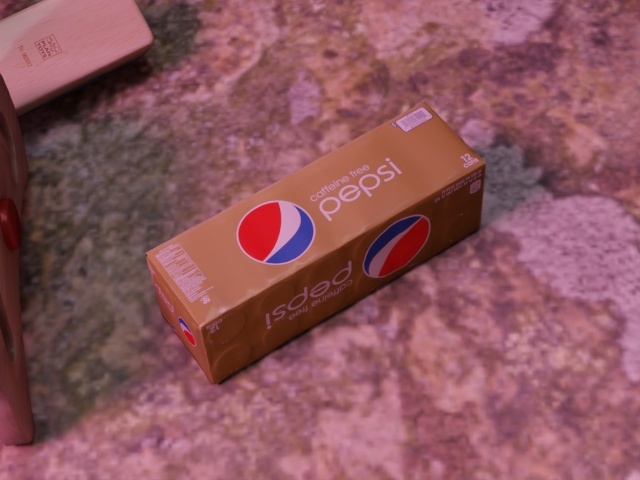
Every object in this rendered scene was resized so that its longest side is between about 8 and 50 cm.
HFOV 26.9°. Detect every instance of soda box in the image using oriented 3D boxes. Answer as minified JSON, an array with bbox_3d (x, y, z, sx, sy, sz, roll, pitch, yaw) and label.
[{"bbox_3d":[0.000,0.000,0.721,0.181,0.061,0.058,-29,57,-17],"label":"soda box"}]

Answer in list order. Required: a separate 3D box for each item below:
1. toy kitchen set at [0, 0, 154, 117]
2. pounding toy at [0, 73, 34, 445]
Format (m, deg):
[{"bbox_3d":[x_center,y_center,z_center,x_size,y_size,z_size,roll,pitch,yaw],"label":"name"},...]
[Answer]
[{"bbox_3d":[-0.219,-0.178,0.868,0.122,0.166,0.207,-28,94,-15],"label":"toy kitchen set"},{"bbox_3d":[-0.240,-0.018,0.704,0.155,0.154,0.269,-9,76,-1],"label":"pounding toy"}]
